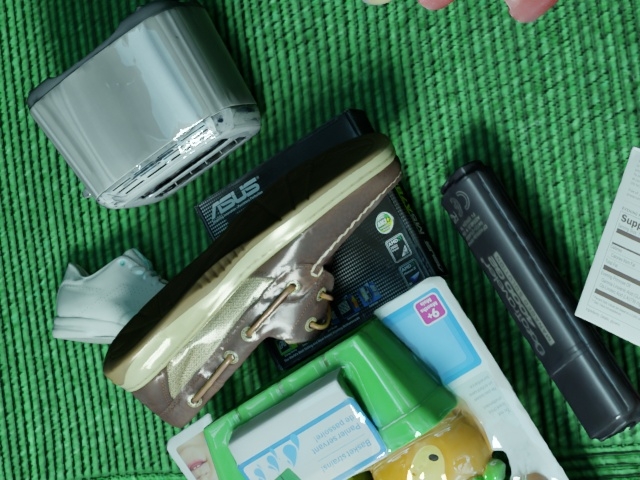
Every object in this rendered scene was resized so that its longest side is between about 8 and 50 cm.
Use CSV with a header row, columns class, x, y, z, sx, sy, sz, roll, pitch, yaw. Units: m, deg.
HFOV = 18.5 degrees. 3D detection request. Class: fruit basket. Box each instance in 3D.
class,x,y,z,sx,sy,sz,roll,pitch,yaw
fruit basket,0.066,0.258,1.781,0.327,0.165,0.353,-32,83,23

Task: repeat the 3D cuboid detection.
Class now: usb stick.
class,x,y,z,sx,sy,sz,roll,pitch,yaw
usb stick,0.197,0.055,1.762,0.278,0.045,0.077,58,153,11

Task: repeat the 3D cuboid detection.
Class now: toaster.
class,x,y,z,sx,sy,sz,roll,pitch,yaw
toaster,-0.158,-0.131,1.879,0.227,0.129,0.146,-34,83,20

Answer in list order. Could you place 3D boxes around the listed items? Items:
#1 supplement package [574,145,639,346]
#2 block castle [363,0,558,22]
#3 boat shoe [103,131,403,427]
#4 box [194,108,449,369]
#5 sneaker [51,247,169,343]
class,x,y,z,sx,sy,sz,roll,pitch,yaw
supplement package,0.371,0.034,1.546,0.204,0.262,0.145,27,104,41
block castle,0.075,-0.407,1.658,0.213,0.303,0.453,-31,80,24
boat shoe,-0.041,0.043,1.805,0.342,0.123,0.123,-42,106,7
box,0.000,0.000,1.858,0.191,0.045,0.184,-31,82,22
sneaker,-0.171,0.054,1.928,0.212,0.080,0.094,0,81,26
